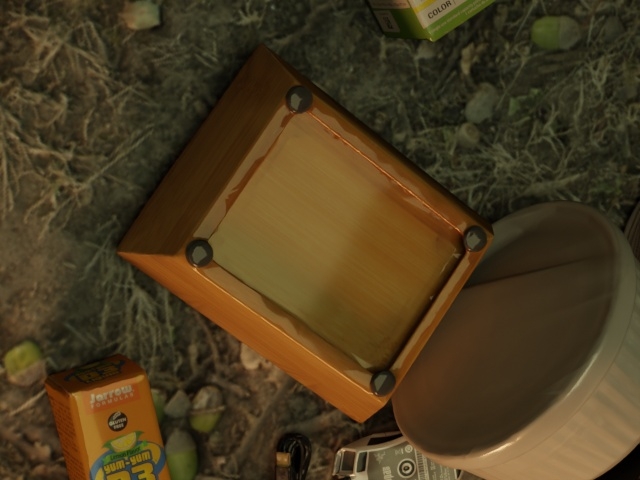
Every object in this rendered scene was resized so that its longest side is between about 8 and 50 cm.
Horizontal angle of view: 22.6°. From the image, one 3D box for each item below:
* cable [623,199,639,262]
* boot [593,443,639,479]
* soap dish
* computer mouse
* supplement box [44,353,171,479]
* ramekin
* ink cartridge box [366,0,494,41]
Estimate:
[{"bbox_3d":[0.428,0.027,1.645,0.257,0.089,0.257,-36,108,-13],"label":"cable"},{"bbox_3d":[0.288,0.338,1.526,0.138,0.284,0.377,-10,103,-21],"label":"boot"},{"bbox_3d":[0.000,0.000,1.444,0.291,0.118,0.229,37,83,-19],"label":"soap dish"},{"bbox_3d":[0.047,0.224,1.545,0.193,0.042,0.106,-9,97,-15],"label":"computer mouse"},{"bbox_3d":[-0.177,0.226,1.433,0.078,0.080,0.233,-17,102,-21],"label":"supplement box"},{"bbox_3d":[0.204,0.107,1.473,0.127,0.273,0.273,37,83,-30],"label":"ramekin"},{"bbox_3d":[0.093,-0.335,1.449,0.189,0.097,0.255,-35,110,-14],"label":"ink cartridge box"}]
